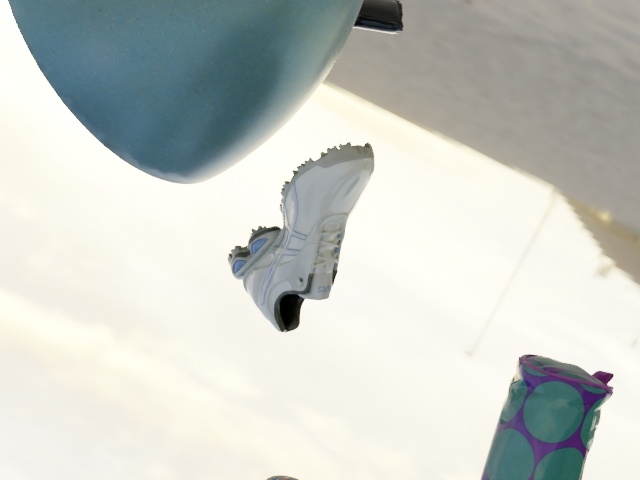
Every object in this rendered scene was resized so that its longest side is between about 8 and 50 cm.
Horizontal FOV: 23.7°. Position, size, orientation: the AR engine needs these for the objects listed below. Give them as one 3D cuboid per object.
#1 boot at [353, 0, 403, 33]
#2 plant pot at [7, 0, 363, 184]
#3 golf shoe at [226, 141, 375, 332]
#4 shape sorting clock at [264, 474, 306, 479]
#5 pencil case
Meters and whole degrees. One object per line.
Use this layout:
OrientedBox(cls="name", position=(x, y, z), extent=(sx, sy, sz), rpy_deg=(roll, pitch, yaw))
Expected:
OrientedBox(cls="boot", position=(0.044, -0.245, 1.676), extent=(0.099, 0.045, 0.121), rpy_deg=(9, -156, -15))
OrientedBox(cls="plant pot", position=(-0.077, -0.214, 1.175), extent=(0.290, 0.195, 0.290), rpy_deg=(38, -141, -40))
OrientedBox(cls="golf shoe", position=(0.000, 0.000, 1.151), extent=(0.069, 0.176, 0.086), rpy_deg=(-5, -123, -36))
OrientedBox(cls="shape sorting clock", position=(0.010, 0.320, 1.532), extent=(0.206, 0.040, 0.206), rpy_deg=(39, -163, -15))
OrientedBox(cls="pencil case", position=(0.138, 0.151, 0.967), extent=(0.070, 0.151, 0.064), rpy_deg=(13, -176, -28))
